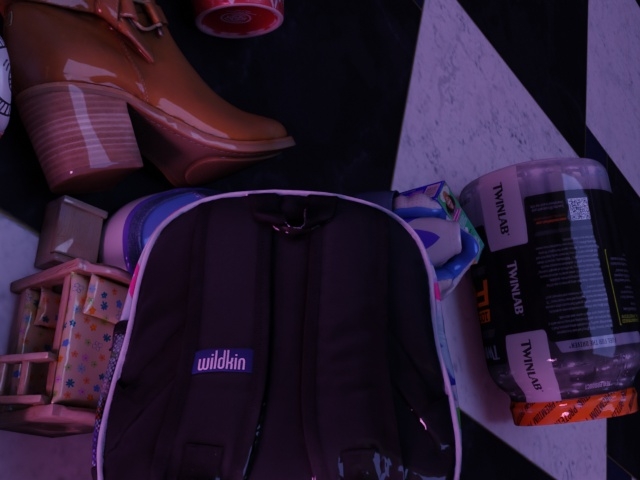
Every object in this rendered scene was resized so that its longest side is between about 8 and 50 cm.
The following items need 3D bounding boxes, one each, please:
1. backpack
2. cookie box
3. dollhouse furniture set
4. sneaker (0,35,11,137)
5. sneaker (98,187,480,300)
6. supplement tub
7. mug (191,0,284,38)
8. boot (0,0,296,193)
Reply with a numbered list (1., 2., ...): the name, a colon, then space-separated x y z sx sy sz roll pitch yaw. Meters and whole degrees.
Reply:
1. backpack: -0.025 0.092 0.552 0.191 0.225 0.253 95 -5 -55
2. cookie box: 0.139 -0.014 1.015 0.107 0.092 0.040 53 45 -24
3. dollhouse furniture set: -0.213 0.031 0.562 0.161 0.101 0.182 25 59 -44
4. sneaker: -0.276 -0.036 0.516 0.145 0.090 0.270 23 76 -72
5. sneaker: 0.000 0.001 0.723 0.323 0.236 0.130 13 68 -48
6. supplement tub: 0.315 0.072 1.106 0.207 0.207 0.338 6 72 -50
7. mug: -0.107 -0.301 0.832 0.113 0.150 0.169 59 25 -83
8. boot: -0.150 -0.159 0.724 0.283 0.109 0.220 -10 81 -44
